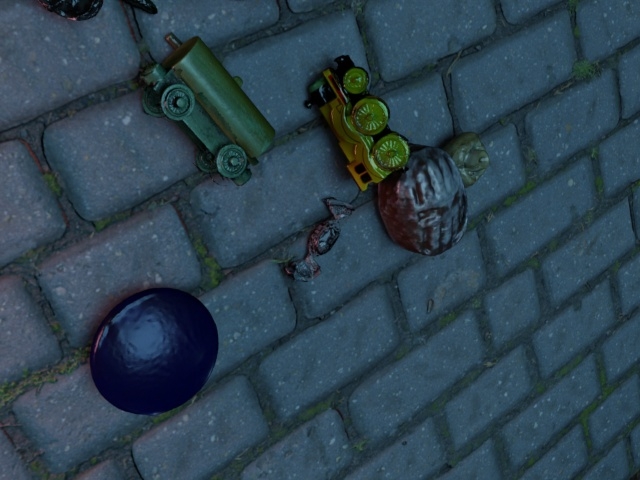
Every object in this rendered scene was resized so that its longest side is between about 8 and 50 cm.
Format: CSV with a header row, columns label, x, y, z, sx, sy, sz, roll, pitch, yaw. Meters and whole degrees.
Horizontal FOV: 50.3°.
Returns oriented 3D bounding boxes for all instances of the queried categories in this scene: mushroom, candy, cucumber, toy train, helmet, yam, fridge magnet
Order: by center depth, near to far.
label,x,y,z,sx,sy,sz,roll,pitch,yaw
helmet,-0.443,-0.439,1.191,0.123,0.070,0.098,26,96,-28
cucumber,-0.360,-0.458,1.264,0.133,0.032,0.032,21,88,-34
toy train,-0.209,-0.248,1.340,0.189,0.126,0.307,-45,122,-7
yam,-0.263,-0.365,1.355,0.021,0.021,0.116,-51,121,-14
fridge magnet,-0.333,0.223,1.380,0.265,0.113,0.265,-7,104,-33
toy train,0.084,-0.261,1.526,0.161,0.100,0.296,-29,101,12
candy,0.000,0.000,1.589,0.094,0.051,0.226,38,79,-30
candy,0.254,-0.098,1.671,0.214,0.157,0.289,-32,116,-20
mushroom,0.373,-0.207,1.750,0.148,0.112,0.148,-3,95,-36
